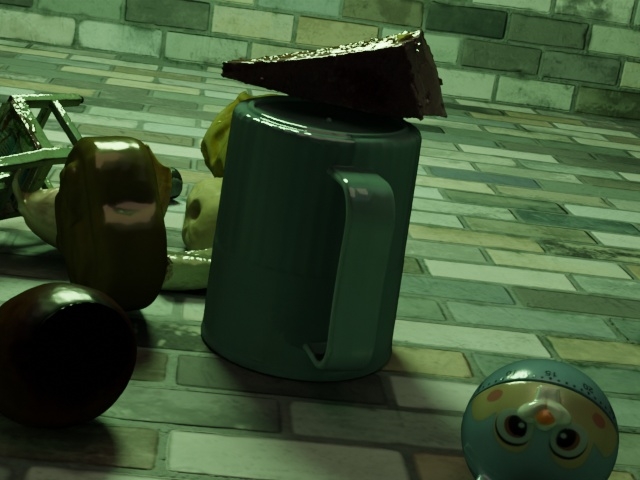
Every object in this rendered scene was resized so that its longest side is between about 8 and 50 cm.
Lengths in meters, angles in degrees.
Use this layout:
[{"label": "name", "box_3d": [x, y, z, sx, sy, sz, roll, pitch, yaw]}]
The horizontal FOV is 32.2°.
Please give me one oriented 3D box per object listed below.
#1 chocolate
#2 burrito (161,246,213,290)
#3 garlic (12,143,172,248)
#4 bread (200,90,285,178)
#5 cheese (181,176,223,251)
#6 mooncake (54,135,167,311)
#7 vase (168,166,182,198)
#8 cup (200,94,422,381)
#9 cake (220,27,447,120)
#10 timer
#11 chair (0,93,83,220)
[{"label": "chocolate", "box_3d": [-0.284, 0.124, 1.169, 0.176, 0.177, 0.177, 8, 17, -2]}, {"label": "burrito", "box_3d": [-0.149, 0.041, 1.612, 0.226, 0.060, 0.087, 2, 13, -16]}, {"label": "garlic", "box_3d": [-0.337, -0.053, 1.653, 0.245, 0.164, 0.145, -17, 32, -36]}, {"label": "bread", "box_3d": [-0.095, -0.168, 2.085, 0.238, 0.196, 0.252, 0, 16, -29]}, {"label": "cheese", "box_3d": [-0.122, -0.033, 1.772, 0.218, 0.117, 0.235, 17, 16, 30]}, {"label": "mooncake", "box_3d": [-0.288, -0.014, 1.477, 0.117, 0.235, 0.235, -4, 21, -28]}, {"label": "vase", "box_3d": [-0.339, -0.092, 1.946, 0.060, 0.060, 0.211, 23, 23, 38]}, {"label": "cup", "box_3d": [-0.019, -0.005, 1.402, 0.256, 0.311, 0.331, 12, 18, 10]}, {"label": "cake", "box_3d": [0.017, -0.223, 1.429, 0.295, 0.113, 0.116, 8, 15, 18]}, {"label": "timer", "box_3d": [0.209, 0.213, 1.083, 0.175, 0.175, 0.255, 13, 19, 12]}, {"label": "chair", "box_3d": [-0.461, -0.123, 1.652, 0.270, 0.136, 0.147, -12, 58, -46]}]
